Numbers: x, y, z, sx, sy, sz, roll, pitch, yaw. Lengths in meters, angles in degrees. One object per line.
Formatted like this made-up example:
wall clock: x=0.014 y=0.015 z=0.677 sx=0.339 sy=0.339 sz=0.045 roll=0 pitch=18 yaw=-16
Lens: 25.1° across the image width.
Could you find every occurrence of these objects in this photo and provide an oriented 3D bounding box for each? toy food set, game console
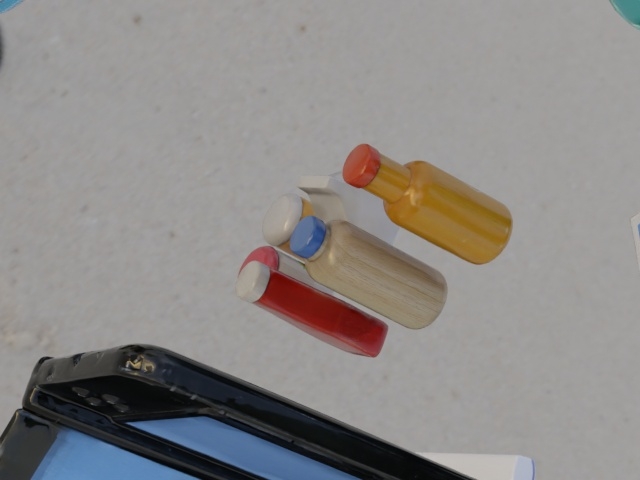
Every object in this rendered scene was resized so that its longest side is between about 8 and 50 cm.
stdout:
toy food set: x=0.000 y=0.000 z=0.884 sx=0.104 sy=0.232 sz=0.111 roll=28 pitch=80 yaw=-28
game console: x=-0.028 y=0.084 z=0.393 sx=0.122 sy=0.107 sz=0.071 roll=26 pitch=70 yaw=-25

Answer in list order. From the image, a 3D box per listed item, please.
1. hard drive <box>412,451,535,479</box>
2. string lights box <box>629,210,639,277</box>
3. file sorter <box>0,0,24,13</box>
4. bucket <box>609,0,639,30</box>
hard drive: x=0.102 y=0.351 z=1.660 sx=0.040 sy=0.319 sz=0.210 roll=22 pitch=70 yaw=-39
string lights box: x=0.208 y=0.094 z=0.563 sx=0.133 sy=0.077 sz=0.259 roll=29 pitch=41 yaw=-26
file sorter: x=-0.071 y=-0.141 z=0.445 sx=0.170 sy=0.118 sz=0.104 roll=-29 pitch=96 yaw=-39
bucket: x=0.189 y=-0.182 z=0.406 sx=0.281 sy=0.281 sz=0.183 roll=19 pitch=68 yaw=-35
